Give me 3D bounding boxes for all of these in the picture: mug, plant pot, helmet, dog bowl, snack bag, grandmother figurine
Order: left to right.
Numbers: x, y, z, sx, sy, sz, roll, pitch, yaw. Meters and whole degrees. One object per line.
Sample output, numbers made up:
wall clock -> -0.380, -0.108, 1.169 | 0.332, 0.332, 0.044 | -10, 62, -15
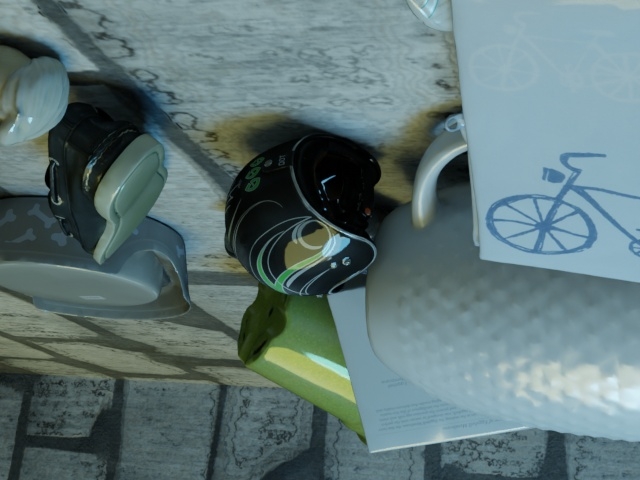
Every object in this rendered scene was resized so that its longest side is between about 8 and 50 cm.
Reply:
grandmother figurine -> -0.371, -0.158, 0.810 | 0.343, 0.104, 0.208 | 14, -170, -35
dog bowl -> -0.356, 0.031, 1.435 | 0.349, 0.102, 0.349 | 6, 164, 2
helmet -> -0.019, -0.021, 1.039 | 0.169, 0.169, 0.161 | 15, 144, -31
plant pot -> 0.023, 0.149, 1.502 | 0.254, 0.276, 0.276 | 25, 158, -19
mug -> 0.217, 0.024, 1.005 | 0.328, 0.276, 0.374 | 3, 134, 21
snack bag -> 0.251, -0.066, 0.699 | 0.323, 0.037, 0.342 | 8, 148, 20

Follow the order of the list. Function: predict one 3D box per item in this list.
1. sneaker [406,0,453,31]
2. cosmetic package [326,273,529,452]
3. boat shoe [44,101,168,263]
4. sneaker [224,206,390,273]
sneaker -> 0.077, -0.184, 0.639 | 0.061, 0.053, 0.152 | -9, 158, 34
cosmetic package -> 0.154, 0.140, 1.301 | 0.224, 0.224, 0.138 | -12, -174, 17
boat shoe -> -0.246, -0.063, 1.069 | 0.113, 0.127, 0.340 | 37, 169, -2
sneaker -> 0.000, 0.002, 1.242 | 0.226, 0.086, 0.163 | -11, 155, 41
